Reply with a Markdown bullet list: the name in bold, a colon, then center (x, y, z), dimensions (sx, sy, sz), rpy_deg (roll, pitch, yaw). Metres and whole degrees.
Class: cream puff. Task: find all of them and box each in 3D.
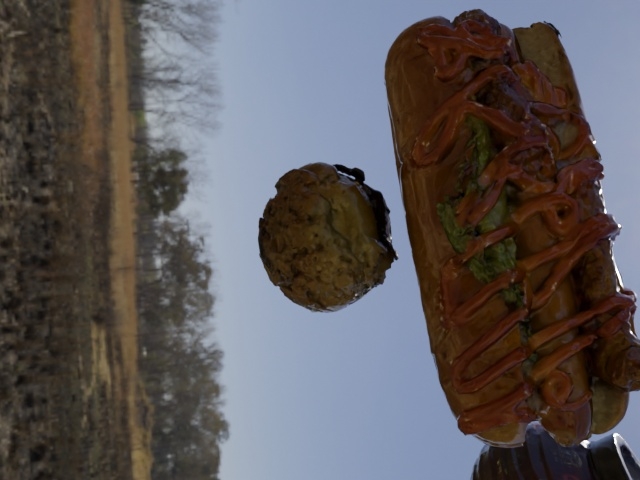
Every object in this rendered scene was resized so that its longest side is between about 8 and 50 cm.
- **cream puff**: center (0.000, 0.000, 0.590), dimensions (0.119, 0.104, 0.133), rpy_deg (-60, -145, 35)

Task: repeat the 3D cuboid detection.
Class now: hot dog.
- **hot dog**: center (0.142, -0.026, 0.528), dimensions (0.117, 0.158, 0.349), rpy_deg (109, -22, -68)

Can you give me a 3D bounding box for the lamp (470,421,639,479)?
- **lamp**: center (0.255, 0.316, 0.777), dimensions (0.247, 0.246, 0.247), rpy_deg (175, -90, -75)
